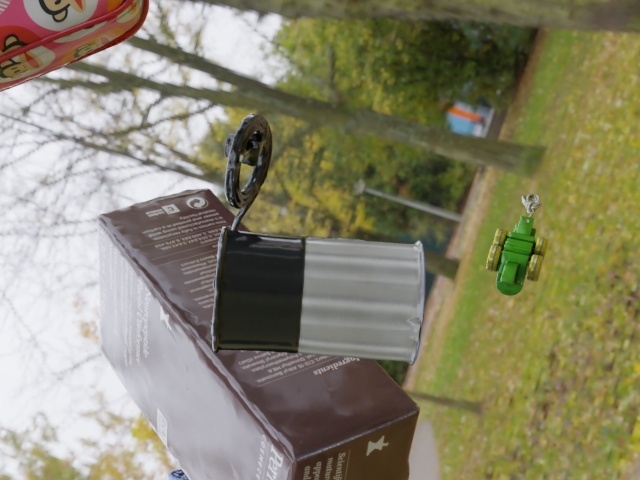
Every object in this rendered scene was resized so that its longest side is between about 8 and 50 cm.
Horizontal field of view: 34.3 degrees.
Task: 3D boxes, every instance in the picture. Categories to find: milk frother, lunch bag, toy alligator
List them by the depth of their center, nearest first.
[{"bbox_3d":[0.000,0.000,0.685,0.129,0.135,0.143,-90,5,-51],"label":"milk frother"},{"bbox_3d":[-0.285,-0.301,0.944,0.120,0.258,0.293,147,100,-88],"label":"lunch bag"},{"bbox_3d":[0.219,0.012,1.145,0.189,0.056,0.051,-57,-24,-56],"label":"toy alligator"}]

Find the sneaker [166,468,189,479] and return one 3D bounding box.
[{"bbox_3d":[-0.086,0.326,1.210,0.081,0.232,0.090,7,80,53],"label":"sneaker"}]

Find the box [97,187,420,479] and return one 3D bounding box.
[{"bbox_3d":[-0.080,0.132,1.005,0.143,0.381,0.191,-17,-49,-32],"label":"box"}]
